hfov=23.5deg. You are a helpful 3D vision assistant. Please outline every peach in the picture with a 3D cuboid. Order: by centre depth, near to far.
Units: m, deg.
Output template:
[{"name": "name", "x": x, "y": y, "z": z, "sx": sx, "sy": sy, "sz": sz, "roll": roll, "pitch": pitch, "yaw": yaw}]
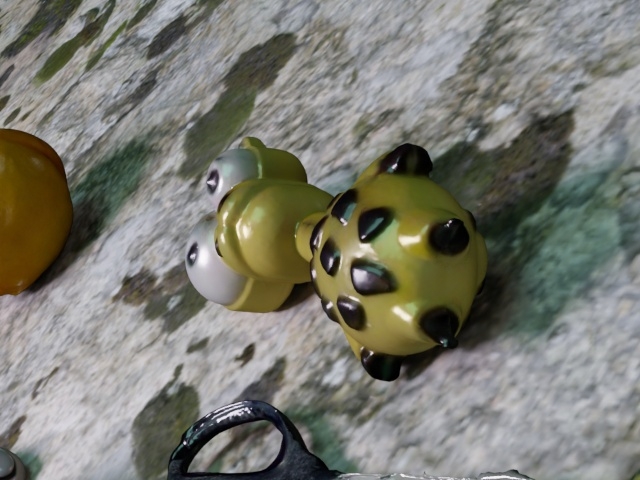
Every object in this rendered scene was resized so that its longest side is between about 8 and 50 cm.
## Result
[{"name": "peach", "x": -0.256, "y": -0.024, "z": 1.199, "sx": 0.138, "sy": 0.138, "sz": 0.138, "roll": -35, "pitch": 28, "yaw": 22}]

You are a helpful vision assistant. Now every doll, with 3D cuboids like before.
[{"name": "doll", "x": -0.001, "y": 0.000, "z": 0.829, "sx": 0.291, "sy": 0.086, "sz": 0.117, "roll": 16, "pitch": 95, "yaw": 63}]

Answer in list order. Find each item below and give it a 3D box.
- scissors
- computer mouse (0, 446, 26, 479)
[{"name": "scissors", "x": 0.010, "y": 0.121, "z": 0.714, "sx": 0.300, "sy": 0.022, "sz": 0.109, "roll": -10, "pitch": 47, "yaw": 50}, {"name": "computer mouse", "x": -0.233, "y": 0.159, "z": 0.995, "sx": 0.096, "sy": 0.039, "sz": 0.066, "roll": -14, "pitch": 41, "yaw": 47}]
